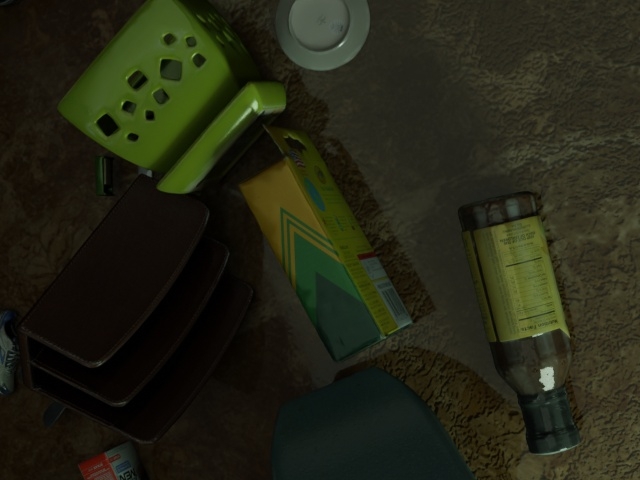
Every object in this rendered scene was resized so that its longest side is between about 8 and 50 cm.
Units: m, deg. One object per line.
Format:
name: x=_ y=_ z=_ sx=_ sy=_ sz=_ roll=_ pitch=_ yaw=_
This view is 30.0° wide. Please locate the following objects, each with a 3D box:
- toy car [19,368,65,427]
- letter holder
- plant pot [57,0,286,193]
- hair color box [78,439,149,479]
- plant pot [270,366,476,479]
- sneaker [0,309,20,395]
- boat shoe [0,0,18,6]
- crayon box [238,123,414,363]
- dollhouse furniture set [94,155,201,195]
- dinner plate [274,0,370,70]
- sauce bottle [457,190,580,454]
toy car: x=-0.373 y=0.187 z=1.760 sx=0.188 sy=0.149 sz=0.155 roll=-38 pitch=70 yaw=25
letter holder: x=-0.232 y=0.095 z=1.617 sx=0.214 sy=0.152 sz=0.302 roll=25 pitch=54 yaw=10
plant pot: x=-0.186 y=-0.193 z=1.648 sx=0.207 sy=0.228 sz=0.227 roll=43 pitch=102 yaw=2
hair color box: x=-0.283 y=0.386 z=1.759 sx=0.053 sy=0.093 sz=0.167 roll=-26 pitch=86 yaw=15
plant pot: x=0.061 y=0.320 z=1.570 sx=0.247 sy=0.248 sz=0.252 roll=-23 pitch=55 yaw=-3
sneaker: x=-0.480 y=0.169 z=1.826 sx=0.058 sy=0.052 sz=0.135 roll=-9 pitch=90 yaw=11
boat shoe: x=-0.552 y=-0.491 z=1.790 sx=0.113 sy=0.105 sz=0.306 roll=-26 pitch=86 yaw=14
crayon box: x=0.000 y=0.000 z=1.613 sx=0.081 sy=0.202 sz=0.319 roll=-30 pitch=83 yaw=14
dollhouse furniture set: x=-0.251 y=-0.094 z=1.741 sx=0.151 sy=0.076 sz=0.059 roll=0 pitch=90 yaw=16
dinner plate: x=0.001 y=-0.312 z=1.695 sx=0.141 sy=0.017 sz=0.141 roll=1 pitch=94 yaw=14
sauce bottle: x=0.271 y=0.110 z=1.592 sx=0.111 sy=0.111 sz=0.344 roll=-12 pitch=90 yaw=15
